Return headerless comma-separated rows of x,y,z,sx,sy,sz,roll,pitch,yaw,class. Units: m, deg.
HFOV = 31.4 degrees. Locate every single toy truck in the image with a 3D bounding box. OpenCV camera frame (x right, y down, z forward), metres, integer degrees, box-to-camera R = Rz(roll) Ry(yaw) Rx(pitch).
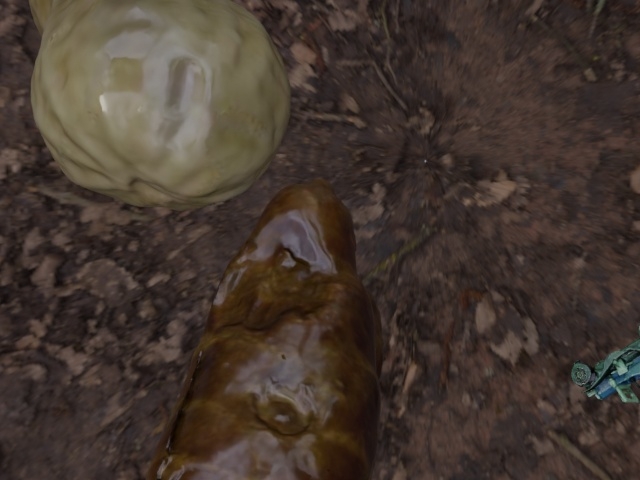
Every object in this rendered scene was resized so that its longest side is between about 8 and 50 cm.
0.405,0.161,1.459,0.154,0.080,0.078,-40,63,32,toy truck

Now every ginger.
-0.030,0.161,1.007,0.176,0.418,0.254,1,133,11,ginger

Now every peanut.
-0.094,-0.098,0.578,0.123,0.257,0.124,-10,124,-15,peanut

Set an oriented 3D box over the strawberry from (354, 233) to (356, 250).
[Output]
0.000,-0.001,1.276,0.106,0.106,0.106,0,94,5,strawberry
